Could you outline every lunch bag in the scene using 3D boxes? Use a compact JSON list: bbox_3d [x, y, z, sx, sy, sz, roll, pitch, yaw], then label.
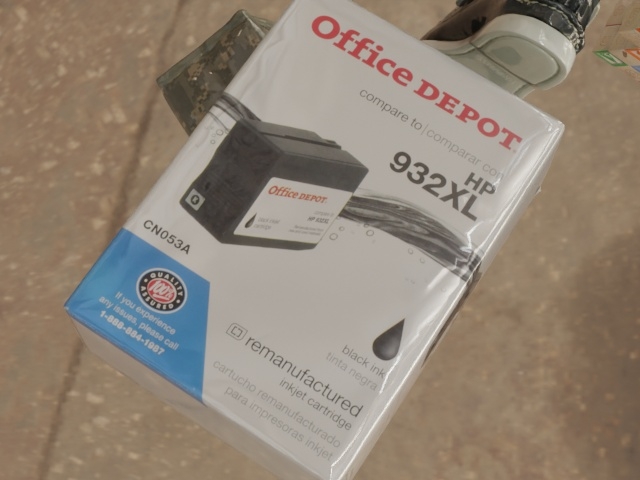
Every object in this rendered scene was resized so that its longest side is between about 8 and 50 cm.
[{"bbox_3d":[-0.017,-0.116,1.523,0.235,0.169,0.287,61,21,16],"label":"lunch bag"}]

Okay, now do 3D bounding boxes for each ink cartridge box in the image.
[{"bbox_3d":[0.000,0.000,0.936,0.223,0.129,0.307,32,73,9],"label":"ink cartridge box"}]

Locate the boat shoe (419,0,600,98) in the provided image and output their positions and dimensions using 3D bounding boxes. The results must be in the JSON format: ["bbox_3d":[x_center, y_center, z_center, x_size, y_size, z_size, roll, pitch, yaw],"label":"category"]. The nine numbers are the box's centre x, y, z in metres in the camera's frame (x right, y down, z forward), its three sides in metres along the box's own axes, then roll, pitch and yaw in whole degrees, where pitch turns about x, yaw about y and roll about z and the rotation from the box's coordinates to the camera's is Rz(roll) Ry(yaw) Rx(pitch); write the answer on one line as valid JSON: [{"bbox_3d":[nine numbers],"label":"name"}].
[{"bbox_3d":[0.171,-0.190,1.220,0.114,0.302,0.091,35,80,-18],"label":"boat shoe"}]

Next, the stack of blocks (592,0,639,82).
[{"bbox_3d":[0.484,-0.269,1.704,0.171,0.297,0.087,30,86,-19],"label":"stack of blocks"}]
